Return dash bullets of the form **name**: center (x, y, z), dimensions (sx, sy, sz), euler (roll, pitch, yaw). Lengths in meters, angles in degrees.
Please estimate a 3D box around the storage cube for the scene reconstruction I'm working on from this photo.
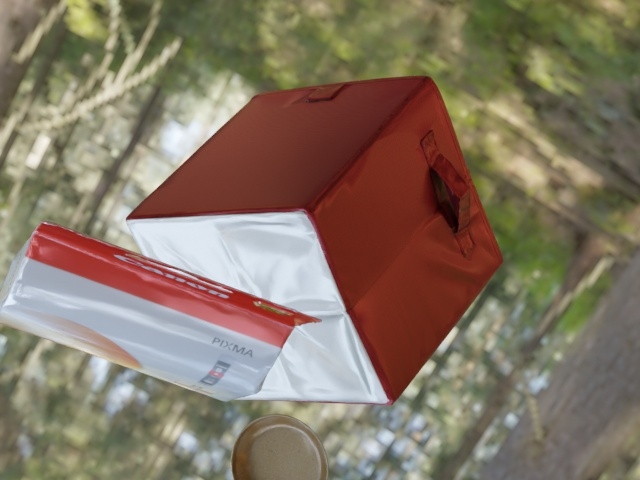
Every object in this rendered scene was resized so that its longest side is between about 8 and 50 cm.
- **storage cube**: center (0.000, 0.000, 1.314), dimensions (0.215, 0.183, 0.193), euler (-1, -147, 39)

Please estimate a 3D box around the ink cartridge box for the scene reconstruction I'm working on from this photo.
- **ink cartridge box**: center (-0.089, 0.041, 0.856), dimensions (0.145, 0.045, 0.179), euler (21, 171, -11)

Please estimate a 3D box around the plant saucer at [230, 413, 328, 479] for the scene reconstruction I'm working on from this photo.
- **plant saucer**: center (-0.030, 0.178, 1.318), dimensions (0.083, 0.083, 0.015), euler (37, -166, 15)
